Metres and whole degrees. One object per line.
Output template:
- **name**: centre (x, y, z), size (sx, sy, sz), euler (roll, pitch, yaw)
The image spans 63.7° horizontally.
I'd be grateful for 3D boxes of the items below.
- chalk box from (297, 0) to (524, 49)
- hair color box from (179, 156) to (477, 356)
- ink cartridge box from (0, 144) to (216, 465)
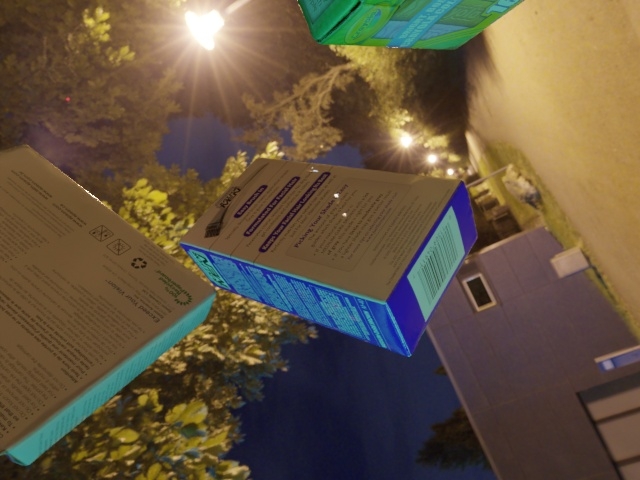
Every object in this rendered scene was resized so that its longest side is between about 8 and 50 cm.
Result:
- **chalk box**: centre (0.051, -0.215, 0.328), size (0.213, 0.132, 0.132), euler (-15, -97, -40)
- **hair color box**: centre (0.000, 0.000, 0.662), size (0.185, 0.339, 0.110), euler (-52, -43, -27)
- **ink cartridge box**: centre (-0.333, 0.053, 0.512), size (0.324, 0.071, 0.330), euler (36, -141, 12)
